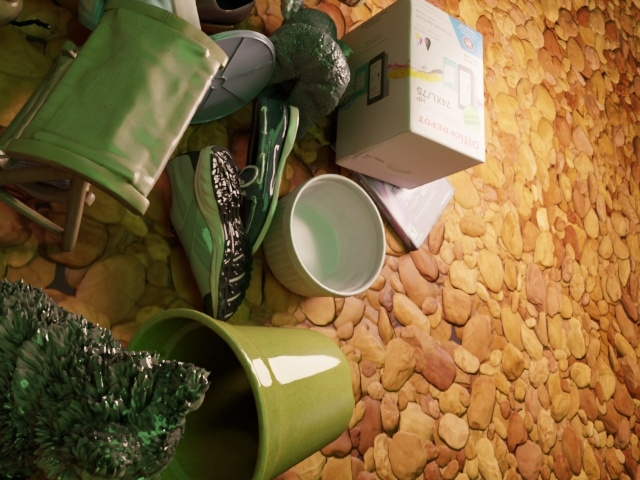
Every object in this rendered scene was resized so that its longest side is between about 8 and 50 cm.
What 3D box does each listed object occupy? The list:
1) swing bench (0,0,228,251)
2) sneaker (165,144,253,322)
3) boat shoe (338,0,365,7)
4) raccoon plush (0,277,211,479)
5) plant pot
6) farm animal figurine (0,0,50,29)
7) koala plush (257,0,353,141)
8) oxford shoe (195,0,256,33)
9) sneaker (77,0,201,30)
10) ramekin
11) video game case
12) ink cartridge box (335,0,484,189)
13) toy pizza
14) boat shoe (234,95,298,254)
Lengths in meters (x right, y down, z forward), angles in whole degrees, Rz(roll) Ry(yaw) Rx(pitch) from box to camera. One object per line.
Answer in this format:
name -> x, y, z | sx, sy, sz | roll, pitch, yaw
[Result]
swing bench -> -0.285, -0.151, 0.899 | 0.165, 0.255, 0.253 | 37, 57, -26
sneaker -> -0.172, -0.005, 1.070 | 0.100, 0.108, 0.271 | -27, 113, -66
boat shoe -> -0.015, -0.593, 1.345 | 0.110, 0.122, 0.341 | -21, 82, -37
raccoon plush -> -0.336, 0.117, 0.754 | 0.446, 0.299, 0.216 | 44, 55, -22
plant pot -> -0.094, 0.221, 0.978 | 0.254, 0.276, 0.275 | -1, 78, -51
farm animal figurine -> -0.462, -0.457, 0.907 | 0.327, 0.172, 0.330 | 20, 73, -21
koala plush -> -0.029, -0.325, 1.221 | 0.196, 0.203, 0.221 | 42, 43, -24
oxford shoe -> -0.224, -0.390, 1.118 | 0.271, 0.098, 0.096 | -13, 87, -41
sneaker -> -0.260, -0.345, 0.946 | 0.150, 0.365, 0.135 | -31, 55, -16
ramekin -> 0.000, 0.000, 1.194 | 0.207, 0.109, 0.207 | 11, 72, -37
video game case -> 0.152, -0.141, 1.416 | 0.274, 0.026, 0.196 | 52, 52, -18
ink cartridge box -> 0.165, -0.263, 1.312 | 0.198, 0.197, 0.269 | 15, 69, -36
toy pizza -> -0.162, -0.251, 1.076 | 0.201, 0.201, 0.032 | -12, 65, -41
boat shoe -> -0.102, -0.106, 1.136 | 0.079, 0.095, 0.254 | 16, 89, -21
